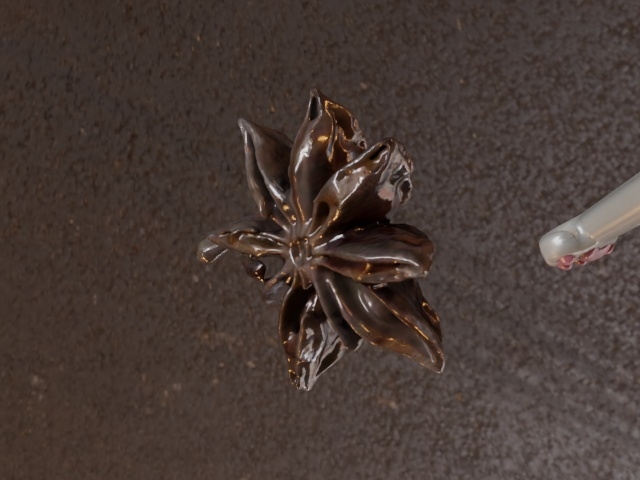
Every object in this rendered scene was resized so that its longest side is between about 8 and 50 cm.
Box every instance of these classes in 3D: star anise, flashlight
[{"bbox_3d":[0.000,0.000,0.670,0.089,0.231,0.209,-7,119,-40],"label":"star anise"},{"bbox_3d":[0.296,-0.025,0.944,0.093,0.047,0.200,-12,162,-35],"label":"flashlight"}]
